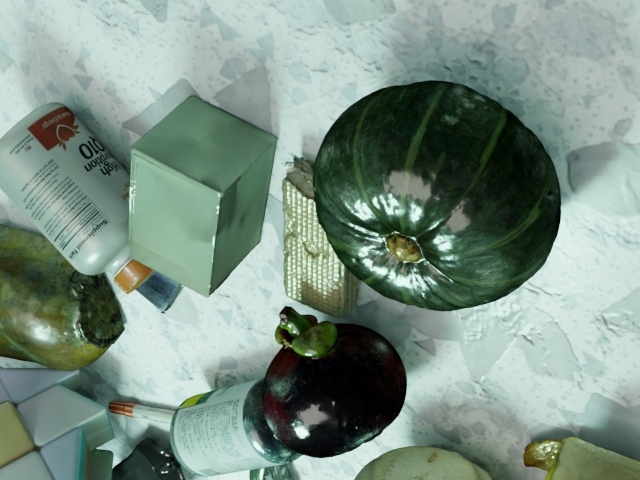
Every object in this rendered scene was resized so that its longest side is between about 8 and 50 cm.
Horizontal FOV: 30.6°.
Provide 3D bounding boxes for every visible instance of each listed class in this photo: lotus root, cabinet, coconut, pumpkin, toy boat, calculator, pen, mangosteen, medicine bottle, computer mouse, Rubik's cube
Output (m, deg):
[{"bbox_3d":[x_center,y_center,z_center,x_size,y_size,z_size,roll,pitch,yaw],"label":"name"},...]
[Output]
[{"bbox_3d":[-0.480,0.135,2.032,0.260,0.149,0.267,16,135,27],"label":"lotus root"},{"bbox_3d":[-0.169,-0.061,1.631,0.150,0.145,0.206,27,137,15],"label":"cabinet"},{"bbox_3d":[0.154,0.448,1.746,0.237,0.237,0.266,17,124,25],"label":"coconut"},{"bbox_3d":[0.132,-0.054,1.372,0.300,0.207,0.300,17,145,13],"label":"pumpkin"},{"bbox_3d":[-0.072,0.451,2.034,0.085,0.078,0.260,27,141,35],"label":"toy boat"},{"bbox_3d":[-0.323,-0.003,1.888,0.262,0.021,0.161,41,139,2],"label":"calculator"},{"bbox_3d":[-0.293,0.317,2.127,0.239,0.028,0.028,4,126,35],"label":"pen"},{"bbox_3d":[0.009,0.202,1.673,0.216,0.216,0.216,20,134,23],"label":"mangosteen"},{"bbox_3d":[-0.350,-0.056,1.751,0.288,0.157,0.157,47,138,-1],"label":"medicine bottle"},{"bbox_3d":[-0.320,0.464,2.227,0.147,0.088,0.264,56,140,9],"label":"computer mouse"},{"bbox_3d":[-0.107,0.297,1.886,0.293,0.141,0.141,-19,111,45],"label":"medicine bottle"},{"bbox_3d":[-0.556,0.412,2.138,0.387,0.368,0.358,56,163,19],"label":"Rubik's cube"}]

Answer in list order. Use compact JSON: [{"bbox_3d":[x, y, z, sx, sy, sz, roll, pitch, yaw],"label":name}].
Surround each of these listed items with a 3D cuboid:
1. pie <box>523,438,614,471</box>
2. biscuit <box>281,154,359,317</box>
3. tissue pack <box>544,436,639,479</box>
[{"bbox_3d":[0.355,0.307,1.628,0.170,0.034,0.092,9,141,31],"label":"pie"},{"bbox_3d":[0.000,0.000,1.617,0.108,0.062,0.239,21,134,22],"label":"biscuit"},{"bbox_3d":[0.398,0.482,1.580,0.293,0.228,0.382,20,137,11],"label":"tissue pack"}]
